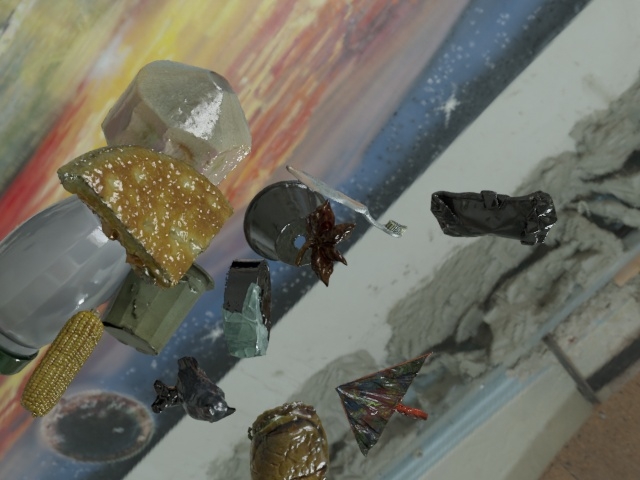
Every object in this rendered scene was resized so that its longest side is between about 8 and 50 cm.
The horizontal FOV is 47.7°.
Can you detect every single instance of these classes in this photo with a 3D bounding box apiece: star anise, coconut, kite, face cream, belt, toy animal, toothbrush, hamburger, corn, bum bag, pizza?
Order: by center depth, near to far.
[{"bbox_3d":[-0.215,-0.026,0.939,0.058,0.292,0.197,-21,-106,32],"label":"pizza"},{"bbox_3d":[0.263,-0.035,1.119,0.198,0.087,0.049,5,-143,27],"label":"bum bag"},{"bbox_3d":[-0.449,0.211,1.263,0.068,0.068,0.207,0,-124,55],"label":"corn"},{"bbox_3d":[0.113,0.284,1.285,0.232,0.189,0.009,-63,-163,13],"label":"kite"},{"bbox_3d":[-0.225,0.285,1.393,0.210,0.121,0.117,-7,-107,50],"label":"toy animal"},{"bbox_3d":[-0.137,0.129,1.394,0.078,0.151,0.198,-1,-115,6],"label":"belt"},{"bbox_3d":[-0.538,0.074,1.423,0.357,0.219,0.312,-40,-165,3],"label":"face cream"},{"bbox_3d":[0.060,-0.079,1.529,0.037,0.375,0.028,-45,-136,21],"label":"toothbrush"},{"bbox_3d":[-0.306,-0.246,1.594,0.309,0.297,0.297,-41,-146,35],"label":"coconut"},{"bbox_3d":[-0.068,0.472,1.613,0.130,0.183,0.206,178,-95,-68],"label":"hamburger"},{"bbox_3d":[0.006,-0.003,1.847,0.196,0.111,0.212,-55,-153,29],"label":"star anise"}]

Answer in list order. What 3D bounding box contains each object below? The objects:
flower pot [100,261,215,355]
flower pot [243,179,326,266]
[{"bbox_3d":[-0.367,0.126,1.568,0.212,0.212,0.202,-9,-134,52],"label":"flower pot"},{"bbox_3d":[-0.081,-0.027,2.110,0.269,0.269,0.166,-51,-150,10],"label":"flower pot"}]
